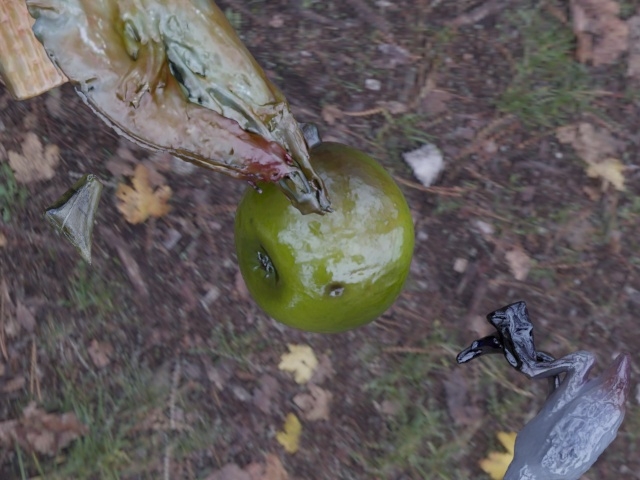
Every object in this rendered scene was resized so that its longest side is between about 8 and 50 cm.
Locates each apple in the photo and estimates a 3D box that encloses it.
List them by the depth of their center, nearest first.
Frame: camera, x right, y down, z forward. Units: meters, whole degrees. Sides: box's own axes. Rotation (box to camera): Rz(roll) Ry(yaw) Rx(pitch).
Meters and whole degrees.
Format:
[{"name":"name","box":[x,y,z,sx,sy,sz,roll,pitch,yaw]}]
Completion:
[{"name":"apple","box":[0.000,0.000,1.390,0.157,0.196,0.196,-22,105,-32]}]

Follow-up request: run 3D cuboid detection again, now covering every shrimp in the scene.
[{"name":"shrimp","box":[-0.090,-0.105,0.941,0.294,0.062,0.154,39,44,-25]}]

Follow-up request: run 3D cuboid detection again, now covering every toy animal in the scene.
[{"name":"toy animal","box":[0.252,0.230,1.511,0.195,0.090,0.324,-4,72,7]}]

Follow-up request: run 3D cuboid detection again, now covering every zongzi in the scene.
[{"name":"zongzi","box":[-0.264,-0.027,1.569,0.076,0.040,0.083,-43,79,-6]}]

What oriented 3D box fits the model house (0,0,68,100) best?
[{"name":"model house","box":[-0.311,-0.283,1.427,0.237,0.237,0.202,-44,127,-42]}]
